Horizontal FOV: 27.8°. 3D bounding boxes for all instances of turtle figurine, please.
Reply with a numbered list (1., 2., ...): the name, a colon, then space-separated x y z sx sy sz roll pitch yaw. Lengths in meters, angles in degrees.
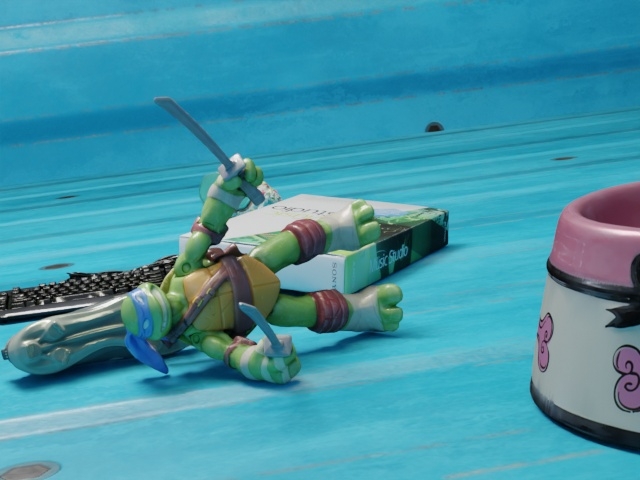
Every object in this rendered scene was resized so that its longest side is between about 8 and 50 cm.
1. turtle figurine: -0.035 0.026 1.202 0.266 0.275 0.198 -8 43 -37

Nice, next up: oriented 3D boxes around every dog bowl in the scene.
1. dog bowl: 0.359 0.035 0.993 0.408 0.150 0.408 -7 9 1

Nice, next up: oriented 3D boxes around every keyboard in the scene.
1. keyboard: -0.262 0.055 1.677 0.317 0.033 0.201 -7 9 -10

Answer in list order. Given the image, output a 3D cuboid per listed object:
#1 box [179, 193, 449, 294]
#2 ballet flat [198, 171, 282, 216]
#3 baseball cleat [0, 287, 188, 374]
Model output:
1. box: 0.000 0.000 1.666 0.232 0.058 0.322 6 15 26
2. ballet flat: -0.138 -0.068 2.256 0.077 0.091 0.241 23 -1 -28
3. baseball cleat: -0.220 0.089 1.311 0.206 0.072 0.109 -6 1 -26
